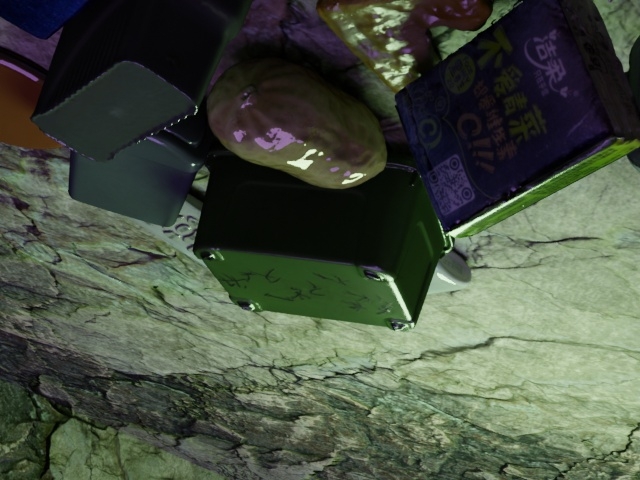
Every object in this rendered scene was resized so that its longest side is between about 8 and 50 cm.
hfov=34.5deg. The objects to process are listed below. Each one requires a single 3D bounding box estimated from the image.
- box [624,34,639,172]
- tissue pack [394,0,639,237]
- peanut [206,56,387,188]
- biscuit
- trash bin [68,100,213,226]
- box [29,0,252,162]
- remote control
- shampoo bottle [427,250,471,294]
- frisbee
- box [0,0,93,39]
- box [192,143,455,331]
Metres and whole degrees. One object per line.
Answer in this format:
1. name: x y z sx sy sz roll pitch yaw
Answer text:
1. box: 0.420 -0.128 0.964 0.243 0.163 0.135 -10 154 38
2. tissue pack: 0.190 -0.123 1.027 0.073 0.173 0.235 -7 162 -43
3. peanut: -0.022 -0.135 1.204 0.224 0.129 0.129 19 155 -24
4. biscuit: 0.107 -0.218 1.067 0.183 0.039 0.174 -9 145 41
5. trash bin: -0.240 -0.120 1.356 0.177 0.101 0.236 15 150 -9
6. box: -0.186 -0.203 1.090 0.138 0.178 0.274 30 151 -30
7. remote control: -0.218 -0.045 1.582 0.313 0.055 0.109 35 138 -30
8. shampoo bottle: 0.122 0.056 1.601 0.221 0.051 0.108 -14 145 44
9. frisbee: -0.448 -0.196 1.427 0.251 0.021 0.251 12 156 6
10. box: -0.289 -0.338 0.939 0.261 0.116 0.279 32 150 -30
11. box: 0.000 0.000 1.407 0.329 0.177 0.252 4 151 21
